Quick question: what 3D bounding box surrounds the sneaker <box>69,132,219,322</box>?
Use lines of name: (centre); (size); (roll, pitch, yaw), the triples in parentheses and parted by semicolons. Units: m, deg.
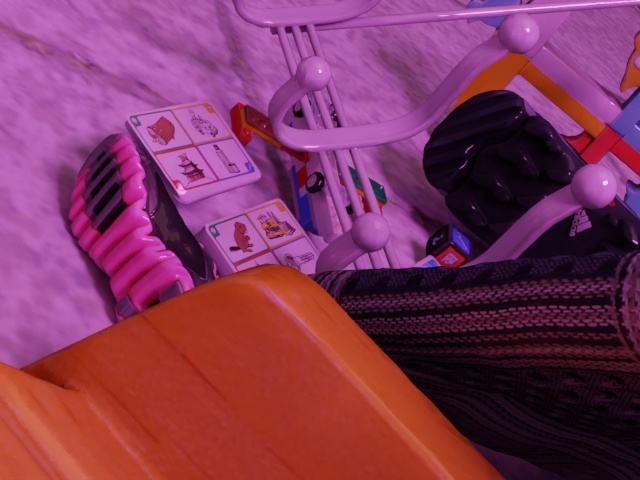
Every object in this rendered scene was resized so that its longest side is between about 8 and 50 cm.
sneaker: (-0.072, 0.004, 0.577); (0.057, 0.047, 0.119); (19, 39, -50)

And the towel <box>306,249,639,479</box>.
towel: (0.164, 0.084, 0.528); (0.324, 0.312, 0.056); (27, 69, -36)

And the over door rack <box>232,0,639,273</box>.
over door rack: (0.130, -0.077, 0.710); (0.324, 0.108, 0.239); (2, 48, -22)

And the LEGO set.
LEGO set: (0.000, 0.000, 0.705); (0.182, 0.060, 0.244); (55, 29, 6)

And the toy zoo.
toy zoo: (0.222, -0.082, 0.950); (0.293, 0.192, 0.030); (39, 24, -1)

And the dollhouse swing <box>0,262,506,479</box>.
dollhouse swing: (-0.006, 0.068, 0.252); (0.315, 0.305, 0.347); (47, 26, 14)

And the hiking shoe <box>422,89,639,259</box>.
hiking shoe: (0.189, 0.032, 0.815); (0.132, 0.113, 0.304); (20, 37, -60)
